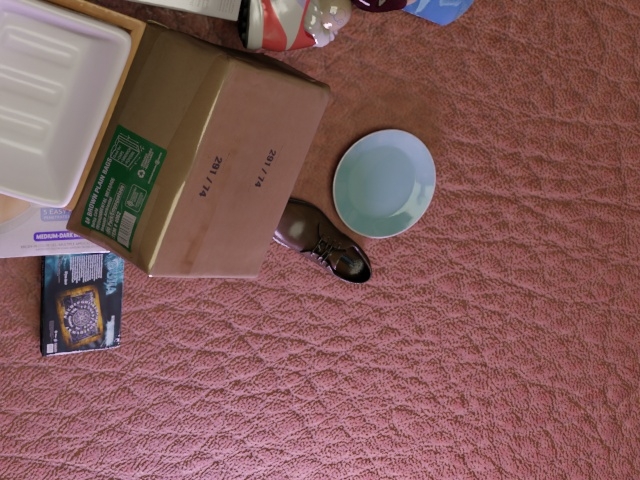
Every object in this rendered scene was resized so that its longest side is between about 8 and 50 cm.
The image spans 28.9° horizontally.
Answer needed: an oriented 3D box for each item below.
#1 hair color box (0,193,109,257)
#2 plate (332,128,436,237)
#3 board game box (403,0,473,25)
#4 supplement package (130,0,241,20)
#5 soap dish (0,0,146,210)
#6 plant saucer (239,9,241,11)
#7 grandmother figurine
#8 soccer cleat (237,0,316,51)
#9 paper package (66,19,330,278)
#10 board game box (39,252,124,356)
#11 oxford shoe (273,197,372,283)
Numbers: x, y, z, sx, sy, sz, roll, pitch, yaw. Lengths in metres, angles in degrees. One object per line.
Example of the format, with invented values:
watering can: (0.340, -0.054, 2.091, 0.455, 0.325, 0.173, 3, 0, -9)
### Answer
hair color box: (-0.400, -0.150, 1.799, 0.185, 0.110, 0.339, -4, 108, -20)
plate: (0.104, -0.096, 2.071, 0.188, 0.024, 0.188, -7, 110, -19)
board game box: (0.172, -0.424, 1.982, 0.168, 0.033, 0.133, 17, 103, -19)
supplement package: (-0.258, -0.425, 1.721, 0.292, 0.177, 0.175, 6, 105, -24)
soap dish: (-0.388, -0.202, 1.637, 0.228, 0.118, 0.291, 16, 113, -23)
plant saucer: (-0.115, -0.382, 1.887, 0.083, 0.013, 0.084, -7, 111, -19)
grandmother figurine: (0.092, -0.428, 1.886, 0.342, 0.104, 0.208, -42, 114, 4)
soccer cleat: (-0.047, -0.427, 1.784, 0.116, 0.109, 0.318, 3, 114, -11)
paper package: (-0.170, -0.123, 1.796, 0.309, 0.168, 0.325, 5, 110, -61)
board game box: (-0.368, 0.090, 1.919, 0.126, 0.026, 0.186, -5, 121, -23)
oxford shoe: (0.000, 0.000, 2.022, 0.227, 0.096, 0.083, 29, 97, -26)
